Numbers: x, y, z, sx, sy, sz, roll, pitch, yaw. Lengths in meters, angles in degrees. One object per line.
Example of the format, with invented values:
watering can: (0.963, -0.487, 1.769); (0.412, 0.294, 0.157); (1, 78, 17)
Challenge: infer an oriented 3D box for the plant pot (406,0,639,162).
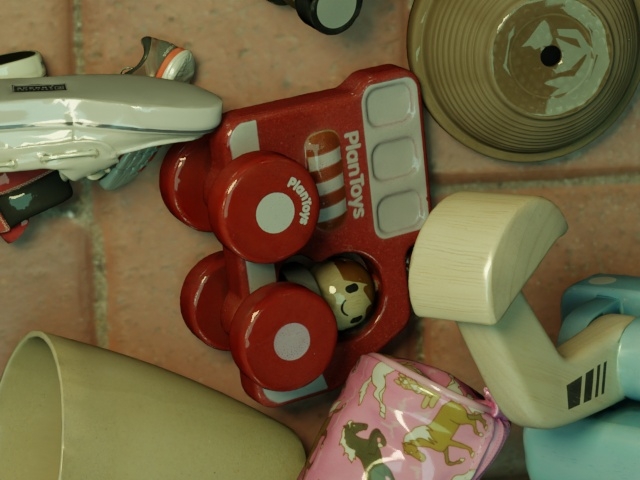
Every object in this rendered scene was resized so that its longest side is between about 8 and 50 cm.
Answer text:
plant pot: (0.205, -0.184, 1.509); (0.237, 0.110, 0.237); (-1, 105, -5)

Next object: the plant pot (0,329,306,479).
plant pot: (-0.161, 0.232, 1.530); (0.274, 0.256, 0.256); (10, 105, -26)

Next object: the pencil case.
pencil case: (0.037, 0.290, 1.460); (0.167, 0.160, 0.386); (24, 85, -9)

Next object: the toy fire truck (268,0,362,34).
toy fire truck: (-0.011, -0.348, 1.425); (0.217, 0.158, 0.246); (36, 92, -42)

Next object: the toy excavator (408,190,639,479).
toy excavator: (0.262, 0.134, 1.419); (0.222, 0.445, 0.433); (6, 109, 38)

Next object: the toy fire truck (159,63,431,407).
toy fire truck: (0.000, 0.000, 1.521); (0.253, 0.169, 0.302); (-15, 108, -22)

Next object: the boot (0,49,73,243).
boot: (-0.363, -0.068, 1.489); (0.244, 0.088, 0.176); (-12, 108, -7)

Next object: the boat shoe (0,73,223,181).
boat shoe: (-0.222, -0.095, 1.431); (0.267, 0.096, 0.088); (-3, 114, -13)

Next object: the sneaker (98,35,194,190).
sneaker: (-0.179, -0.124, 1.518); (0.065, 0.061, 0.158); (32, 100, 14)
